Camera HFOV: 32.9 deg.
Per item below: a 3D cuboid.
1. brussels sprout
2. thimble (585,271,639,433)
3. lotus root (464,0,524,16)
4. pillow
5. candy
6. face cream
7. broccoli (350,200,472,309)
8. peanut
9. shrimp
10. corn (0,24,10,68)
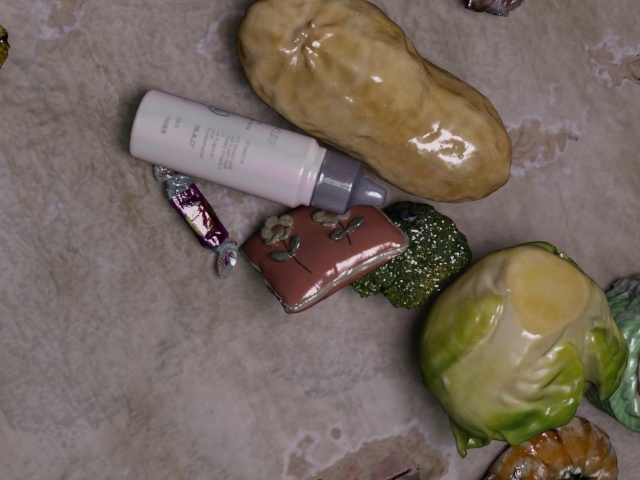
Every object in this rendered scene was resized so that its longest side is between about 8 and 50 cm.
[{"bbox_3d":[0.256,0.141,1.389,0.259,0.227,0.294,-29,149,-22],"label":"brussels sprout"},{"bbox_3d":[0.469,0.159,1.512,0.219,0.150,0.219,-3,102,-14],"label":"thimble"},{"bbox_3d":[0.254,-0.446,1.380,0.167,0.078,0.329,17,100,-31],"label":"lotus root"},{"bbox_3d":[0.000,0.000,1.351,0.179,0.171,0.075,-30,131,-10],"label":"pillow"},{"bbox_3d":[-0.154,-0.030,1.370,0.045,0.043,0.175,-39,107,-15],"label":"candy"},{"bbox_3d":[-0.070,-0.096,1.306,0.311,0.092,0.092,18,96,3],"label":"face cream"},{"bbox_3d":[0.107,0.020,1.408,0.162,0.146,0.138,-28,138,-22],"label":"broccoli"},{"bbox_3d":[0.075,-0.177,1.324,0.387,0.192,0.169,31,76,-17],"label":"peanut"},{"bbox_3d":[0.301,0.420,1.565,0.233,0.071,0.365,39,84,-23],"label":"shrimp"},{"bbox_3d":[-0.434,-0.174,1.257,0.072,0.072,0.203,37,89,-18],"label":"corn"}]
